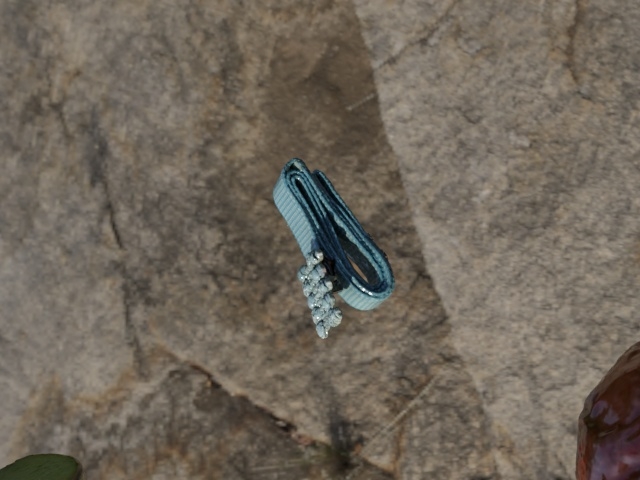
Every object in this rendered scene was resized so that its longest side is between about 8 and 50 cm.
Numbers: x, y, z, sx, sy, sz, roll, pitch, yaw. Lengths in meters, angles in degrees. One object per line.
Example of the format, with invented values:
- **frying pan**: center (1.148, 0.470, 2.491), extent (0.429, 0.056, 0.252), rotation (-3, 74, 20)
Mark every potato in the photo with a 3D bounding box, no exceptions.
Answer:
- **potato**: center (-0.248, 0.275, 0.888), extent (0.149, 0.081, 0.120), rotation (-1, 108, 52)

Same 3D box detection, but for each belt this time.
- **belt**: center (-0.001, 0.002, 0.990), extent (0.179, 0.100, 0.065), rotation (56, 153, 13)

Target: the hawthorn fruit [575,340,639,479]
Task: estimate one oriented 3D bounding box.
- **hawthorn fruit**: center (0.329, 0.153, 0.686), extent (0.271, 0.242, 0.242), rotation (-56, 47, 48)
